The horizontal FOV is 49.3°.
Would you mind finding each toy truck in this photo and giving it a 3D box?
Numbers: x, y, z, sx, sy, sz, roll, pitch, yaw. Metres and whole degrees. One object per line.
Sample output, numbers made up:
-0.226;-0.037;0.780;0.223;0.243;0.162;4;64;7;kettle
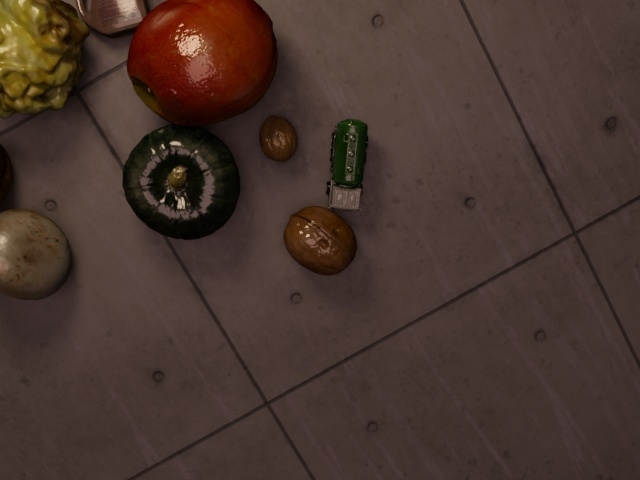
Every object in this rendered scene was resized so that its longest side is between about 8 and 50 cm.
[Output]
0.074;-0.197;1.835;0.101;0.125;0.242;4;100;-6;toy truck

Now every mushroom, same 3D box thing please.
-0.778;0.045;1.792;0.244;0.243;0.243;-1;99;-4;mushroom

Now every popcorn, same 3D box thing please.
-0.703;-0.447;1.667;0.312;0.312;0.312;-1;99;-4;popcorn

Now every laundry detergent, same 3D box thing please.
-0.535;-0.632;1.744;0.171;0.076;0.237;-17;99;0;laundry detergent

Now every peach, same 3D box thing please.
-0.275;-0.444;1.687;0.373;0.372;0.289;-27;130;1;peach

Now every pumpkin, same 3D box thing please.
-0.350;-0.145;1.771;0.300;0.207;0.300;-1;98;-5;pumpkin

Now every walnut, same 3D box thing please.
-0.111;-0.268;1.826;0.105;0.105;0.124;-7;89;-3;walnut
0.000;0.000;1.846;0.207;0.167;0.167;39;95;-11;walnut

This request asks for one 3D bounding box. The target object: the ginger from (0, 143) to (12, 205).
-0.860;-0.126;1.707;0.165;0.321;0.172;-25;123;31;ginger
